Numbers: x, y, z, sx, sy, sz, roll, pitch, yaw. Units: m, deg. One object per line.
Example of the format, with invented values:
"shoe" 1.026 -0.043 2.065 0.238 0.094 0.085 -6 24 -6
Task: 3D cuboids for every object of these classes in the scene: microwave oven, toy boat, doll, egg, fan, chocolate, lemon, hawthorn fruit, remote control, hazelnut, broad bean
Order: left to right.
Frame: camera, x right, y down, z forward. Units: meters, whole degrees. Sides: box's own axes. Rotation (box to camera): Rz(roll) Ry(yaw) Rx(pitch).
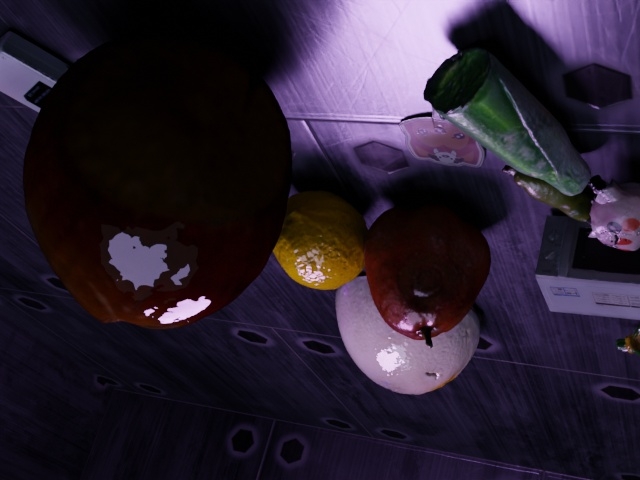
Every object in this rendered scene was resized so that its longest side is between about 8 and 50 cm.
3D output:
"remote control" -0.408 -0.231 1.601 0.344 0.050 0.145 30 153 -28
"hazelnut" -0.241 -0.090 1.324 0.402 0.429 0.402 -2 152 -1
"lemon" 0.000 0.000 1.681 0.180 0.181 0.193 11 172 13
"egg" 0.174 0.222 2.032 0.337 0.201 0.337 13 154 6
"hawthorn fruit" 0.177 0.065 1.605 0.224 0.261 0.224 8 155 4
"fan" 0.179 -0.169 1.396 0.132 0.009 0.220 8 155 18
"chocolate" 0.274 -0.148 1.275 0.291 0.110 0.110 31 153 -36
"broad bean" 0.373 -0.072 1.430 0.213 0.048 0.070 17 145 -15
"microwave oven" 0.474 0.044 1.527 0.208 0.122 0.162 5 154 27
"doll" 0.473 -0.032 1.350 0.192 0.095 0.149 13 161 13
"toy boat" 0.631 0.175 1.752 0.088 0.089 0.229 2 159 -1
